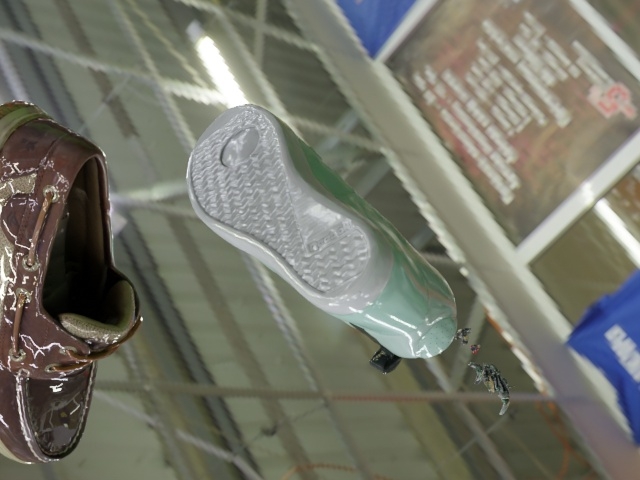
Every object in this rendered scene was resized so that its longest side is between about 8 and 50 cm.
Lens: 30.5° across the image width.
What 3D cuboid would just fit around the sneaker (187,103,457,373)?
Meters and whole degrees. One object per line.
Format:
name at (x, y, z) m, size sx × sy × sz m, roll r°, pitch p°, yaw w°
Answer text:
sneaker at (0.000, 0.001, 0.879) m, size 0.151 × 0.094 × 0.256 m, roll 39°, pitch -174°, yaw -45°

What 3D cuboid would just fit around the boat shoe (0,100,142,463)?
boat shoe at (-0.213, 0.059, 0.960) m, size 0.123 × 0.342 × 0.123 m, roll 21°, pitch -148°, yaw 24°

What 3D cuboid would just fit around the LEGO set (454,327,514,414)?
LEGO set at (0.150, 0.113, 1.045) m, size 0.083 × 0.023 × 0.054 m, roll 68°, pitch 165°, yaw -10°
